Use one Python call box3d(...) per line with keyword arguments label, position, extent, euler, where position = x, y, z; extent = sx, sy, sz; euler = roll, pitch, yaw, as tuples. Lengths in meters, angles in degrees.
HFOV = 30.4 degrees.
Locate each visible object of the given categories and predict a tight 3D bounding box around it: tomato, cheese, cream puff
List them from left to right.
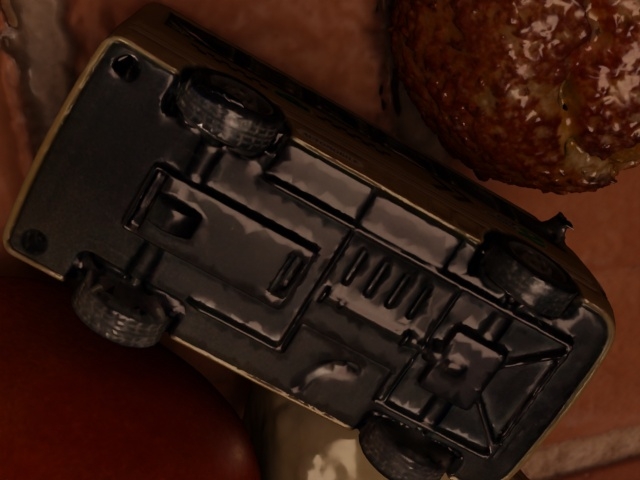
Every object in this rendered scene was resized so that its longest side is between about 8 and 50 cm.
box3d(label="tomato", position=(-0.204, 0.197, 0.805), extent=(0.341, 0.273, 0.341), euler=(8, 114, 18))
box3d(label="cheese", position=(0.039, 0.178, 0.915), extent=(0.251, 0.174, 0.248), euler=(-18, 124, -9))
box3d(label="cream puff", position=(0.171, -0.138, 0.814), extent=(0.240, 0.164, 0.240), euler=(-9, 120, -16))

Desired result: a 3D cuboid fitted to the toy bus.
box3d(label="toy bus", position=(0.000, 0.000, 0.774), extent=(0.365, 0.202, 0.177), euler=(29, 110, -11))
